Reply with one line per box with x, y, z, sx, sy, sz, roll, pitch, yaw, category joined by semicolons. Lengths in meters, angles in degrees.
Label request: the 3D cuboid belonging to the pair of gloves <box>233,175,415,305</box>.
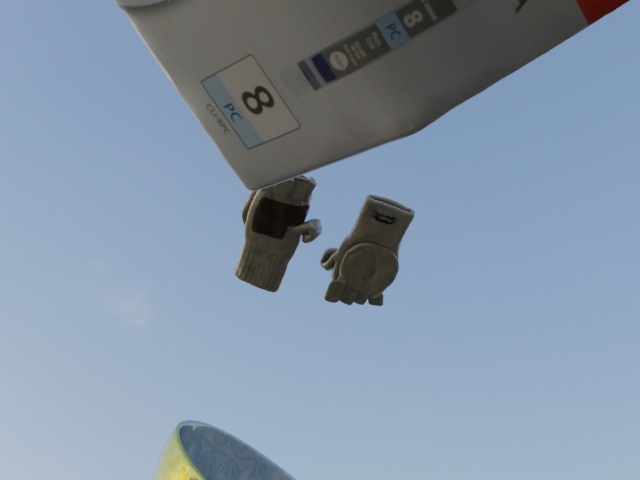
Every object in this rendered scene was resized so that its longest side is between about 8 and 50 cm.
0.000;0.000;1.277;0.240;0.042;0.204;14;-56;2;pair of gloves

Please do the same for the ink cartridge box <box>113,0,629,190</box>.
0.018;-0.205;0.401;0.385;0.091;0.308;-15;-65;47;ink cartridge box

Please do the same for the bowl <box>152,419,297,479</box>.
-0.096;0.355;1.008;0.156;0.289;0.289;-52;-51;0;bowl
